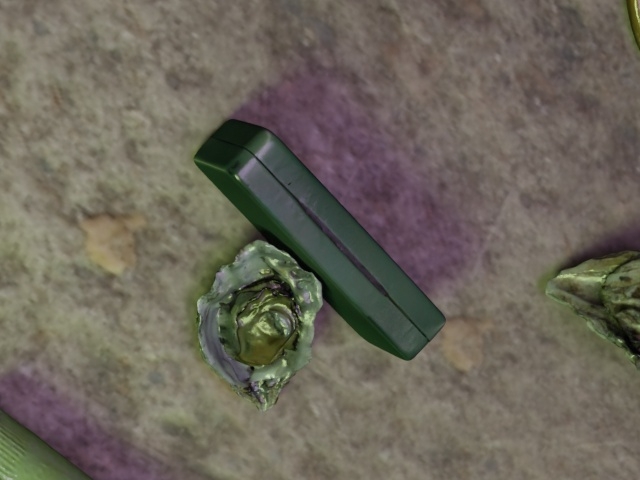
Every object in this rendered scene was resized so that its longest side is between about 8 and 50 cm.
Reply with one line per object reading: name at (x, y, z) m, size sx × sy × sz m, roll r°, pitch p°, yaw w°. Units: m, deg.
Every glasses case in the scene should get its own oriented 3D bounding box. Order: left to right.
glasses case at (0.000, 0.000, 1.222) m, size 0.039 × 0.078 × 0.184 m, roll -47°, pitch 113°, yaw -9°

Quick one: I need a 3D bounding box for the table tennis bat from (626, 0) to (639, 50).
table tennis bat at (0.329, -0.242, 1.334) m, size 0.198 × 0.050 × 0.321 m, roll 24°, pitch 95°, yaw -23°

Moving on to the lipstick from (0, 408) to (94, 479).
lipstick at (-0.124, 0.216, 1.215) m, size 0.304 × 0.076 × 0.076 m, roll 43°, pitch 83°, yaw -23°

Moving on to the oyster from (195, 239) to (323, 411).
oyster at (-0.035, 0.051, 1.230) m, size 0.098 × 0.037 × 0.100 m, roll 43°, pitch 112°, yaw -16°

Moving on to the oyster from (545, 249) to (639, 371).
oyster at (0.327, 0.068, 1.348) m, size 0.351 × 0.158 × 0.162 m, roll 13°, pitch 52°, yaw -17°
